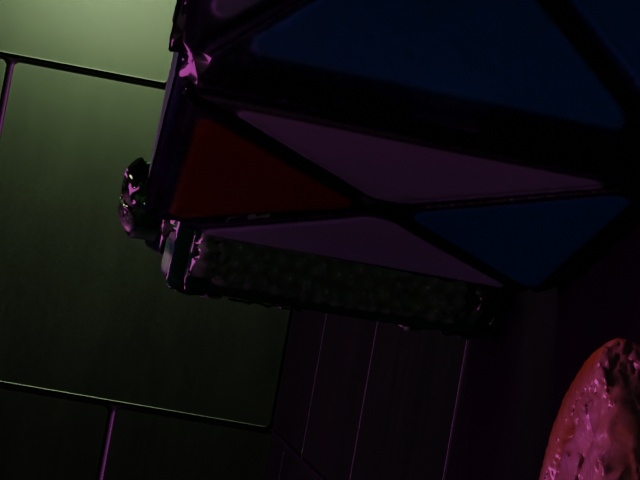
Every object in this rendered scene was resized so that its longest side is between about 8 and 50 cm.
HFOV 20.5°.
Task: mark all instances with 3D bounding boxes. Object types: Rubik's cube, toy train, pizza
[{"bbox_3d":[0.049,-0.131,0.946,0.250,0.246,0.248,117,161,-72],"label":"Rubik's cube"},{"bbox_3d":[0.000,0.000,1.198,0.154,0.269,0.115,-154,75,-68],"label":"toy train"},{"bbox_3d":[0.116,0.176,0.787,0.262,0.034,0.181,-87,9,-51],"label":"pizza"}]
